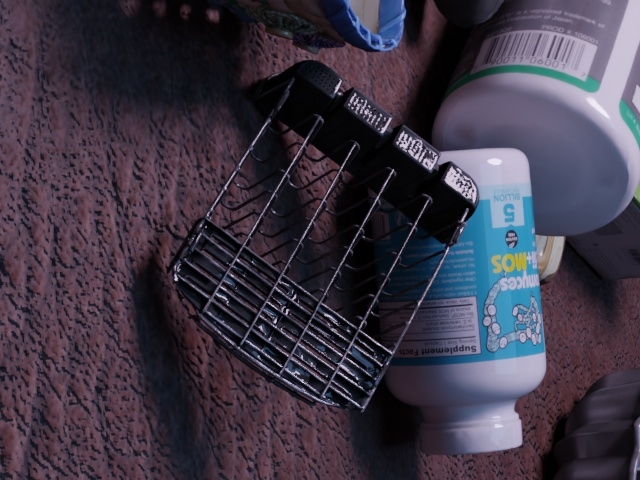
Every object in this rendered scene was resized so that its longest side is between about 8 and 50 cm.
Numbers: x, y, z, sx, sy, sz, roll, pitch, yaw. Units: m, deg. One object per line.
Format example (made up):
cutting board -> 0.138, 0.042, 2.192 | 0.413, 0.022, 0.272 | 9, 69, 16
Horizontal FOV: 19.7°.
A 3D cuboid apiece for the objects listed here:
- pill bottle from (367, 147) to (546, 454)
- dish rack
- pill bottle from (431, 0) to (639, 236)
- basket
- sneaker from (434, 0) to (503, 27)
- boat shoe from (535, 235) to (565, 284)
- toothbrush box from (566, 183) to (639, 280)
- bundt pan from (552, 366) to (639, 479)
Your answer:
pill bottle -> 0.123, 0.054, 1.638 | 0.146, 0.146, 0.264 | -6, 91, -58
dish rack -> 0.000, 0.000, 1.448 | 0.208, 0.074, 0.271 | 36, 56, -9
pill bottle -> 0.252, -0.197, 1.824 | 0.204, 0.204, 0.361 | 58, 41, -36
basket -> 0.042, -0.245, 1.394 | 0.255, 0.289, 0.201 | 9, 76, -71
sneaker -> 0.093, -0.333, 1.704 | 0.130, 0.109, 0.286 | -21, 97, -47
boat shoe -> 0.220, -0.053, 1.890 | 0.072, 0.068, 0.190 | 25, 65, -42
toothbrush box -> 0.343, -0.126, 2.040 | 0.206, 0.122, 0.283 | 42, 50, -48
bundt pan -> 0.344, 0.288, 1.982 | 0.331, 0.124, 0.331 | 11, 78, -58
